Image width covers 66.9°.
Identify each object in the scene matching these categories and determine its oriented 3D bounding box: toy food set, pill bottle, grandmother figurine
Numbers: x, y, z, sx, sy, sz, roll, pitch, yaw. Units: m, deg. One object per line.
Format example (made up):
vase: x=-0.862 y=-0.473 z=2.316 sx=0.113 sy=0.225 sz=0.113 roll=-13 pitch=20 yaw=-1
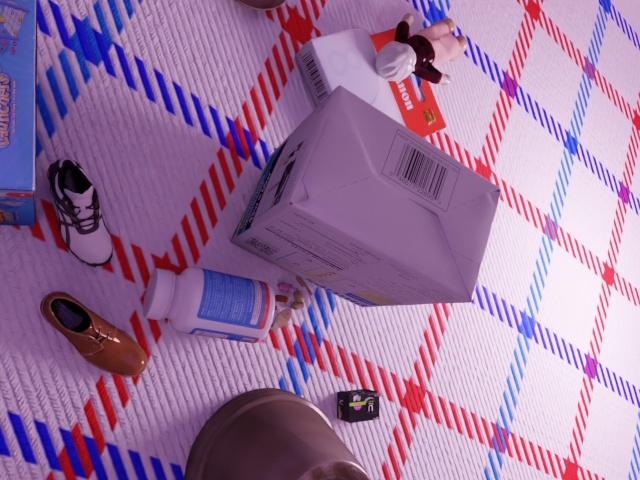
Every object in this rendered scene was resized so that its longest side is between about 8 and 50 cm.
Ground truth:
toy food set: x=-0.079 y=0.132 z=1.047 sx=0.122 sy=0.019 sz=0.078 roll=-40 pitch=103 yaw=-20
pill bottle: x=-0.209 y=0.118 z=0.912 sx=0.221 sy=0.124 sz=0.124 roll=16 pitch=76 yaw=-28
grandmother figurine: x=0.257 y=-0.476 z=1.234 sx=0.208 sy=0.104 sz=0.342 roll=49 pitch=49 yaw=8

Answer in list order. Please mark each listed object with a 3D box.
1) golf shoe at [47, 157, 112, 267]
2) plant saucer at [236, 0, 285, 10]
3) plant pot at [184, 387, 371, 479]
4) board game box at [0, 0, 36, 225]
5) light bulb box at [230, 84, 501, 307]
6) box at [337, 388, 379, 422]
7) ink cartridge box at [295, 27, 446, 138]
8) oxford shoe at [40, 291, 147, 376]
golf shoe: x=-0.414 y=-0.047 z=0.833 sx=0.077 sy=0.094 sz=0.198 roll=-26 pitch=98 yaw=-31
plant saucer: x=-0.157 y=-0.604 z=1.083 sx=0.198 sy=0.036 sz=0.199 roll=4 pitch=81 yaw=-30
plant pot: x=-0.053 y=0.455 z=0.871 sx=0.323 sy=0.280 sz=0.323 roll=3 pitch=83 yaw=-29
board game box: x=-0.461 y=-0.193 z=0.703 sx=0.086 sy=0.302 sz=0.308 roll=0 pitch=83 yaw=-30
light bulb box: x=0.065 y=-0.042 z=0.923 sx=0.358 sy=0.361 sz=0.225 roll=28 pitch=71 yaw=-18
box: x=0.085 y=0.371 z=1.091 sx=0.083 sy=0.052 sz=0.062 roll=5 pitch=81 yaw=-31
ink cartridge box: x=0.161 y=-0.375 z=1.207 sx=0.385 sy=0.091 sz=0.308 roll=-28 pitch=98 yaw=-28
oxford shoe: x=-0.386 y=0.169 z=0.833 sx=0.212 sy=0.076 sz=0.076 roll=44 pitch=64 yaw=-20
